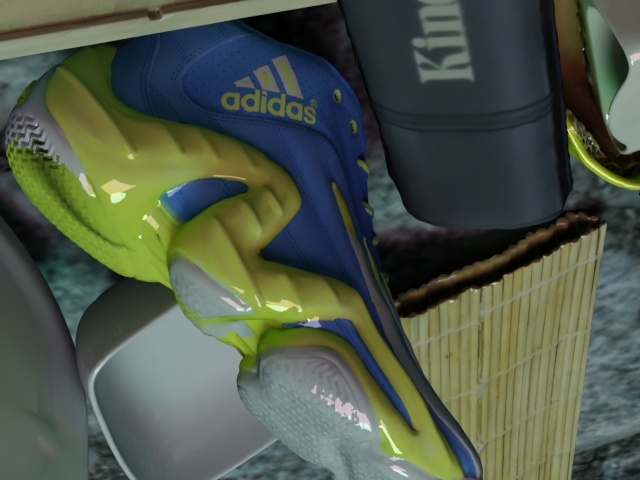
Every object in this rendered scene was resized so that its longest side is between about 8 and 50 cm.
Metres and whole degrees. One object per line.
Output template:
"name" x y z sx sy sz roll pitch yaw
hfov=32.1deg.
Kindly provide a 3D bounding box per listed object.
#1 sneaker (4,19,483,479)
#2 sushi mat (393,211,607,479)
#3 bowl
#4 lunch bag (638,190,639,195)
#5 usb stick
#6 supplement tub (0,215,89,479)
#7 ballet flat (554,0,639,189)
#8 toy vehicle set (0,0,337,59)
"sneaker" 0.000 0.000 0.441 0.240 0.126 0.091 46 155 -14
"sushi mat" 0.090 0.118 0.666 0.151 0.019 0.316 -23 140 -12
"bowl" -0.049 0.049 0.540 0.142 0.053 0.142 -32 141 -16
"lunch bag" 0.262 -0.059 0.436 0.221 0.138 0.293 -9 159 1
"usb stick" 0.037 -0.091 0.365 0.077 0.045 0.278 8 149 21
"supplement tub" -0.288 0.105 0.471 0.338 0.207 0.207 -23 136 15
"ballet flat" 0.099 -0.103 0.406 0.077 0.077 0.231 -23 136 5
"toy vehicle set" -0.093 -0.129 0.318 0.267 0.035 0.166 -14 141 -21
